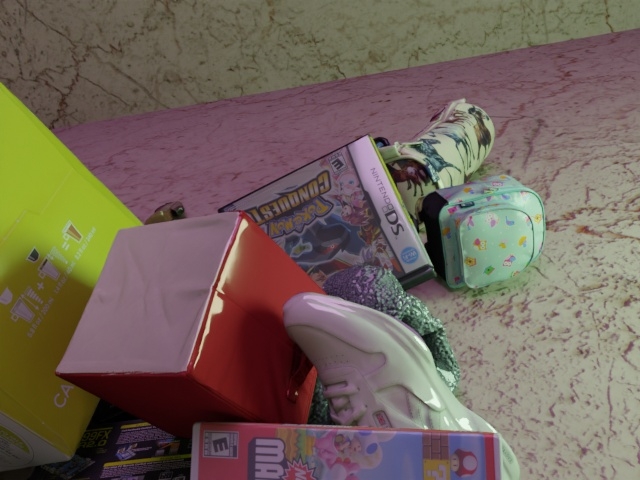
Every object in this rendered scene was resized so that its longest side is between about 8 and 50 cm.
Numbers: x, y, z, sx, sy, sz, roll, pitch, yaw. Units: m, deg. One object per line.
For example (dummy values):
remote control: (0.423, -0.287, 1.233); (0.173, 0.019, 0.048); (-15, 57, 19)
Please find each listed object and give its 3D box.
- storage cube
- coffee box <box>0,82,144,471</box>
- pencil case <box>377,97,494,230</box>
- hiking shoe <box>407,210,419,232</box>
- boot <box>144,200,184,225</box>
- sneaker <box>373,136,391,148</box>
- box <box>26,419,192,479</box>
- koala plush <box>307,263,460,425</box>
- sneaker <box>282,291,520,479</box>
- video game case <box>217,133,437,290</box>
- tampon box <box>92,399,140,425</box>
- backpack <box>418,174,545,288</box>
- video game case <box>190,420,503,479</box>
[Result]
storage cube: (-0.124, 0.101, 0.696); (0.215, 0.193, 0.183); (-7, 53, 32)
coffee box: (-0.463, 0.065, 0.803); (0.334, 0.338, 0.337); (-18, 38, 28)
pencil case: (0.253, -0.181, 1.394); (0.160, 0.183, 0.410); (4, 28, 30)
hiking shoe: (0.040, 0.031, 1.024); (0.113, 0.132, 0.304); (1, 47, 44)
boot: (-0.392, -0.064, 1.576); (0.118, 0.042, 0.087); (-24, 22, -29)
sneaker: (0.083, -0.140, 1.414); (0.130, 0.147, 0.330); (1, 28, 23)
box: (-0.208, 0.295, 0.723); (0.270, 0.060, 0.216); (-8, 25, 5)
koala plush: (0.032, 0.163, 0.779); (0.196, 0.203, 0.221); (13, 47, 38)
sneaker: (0.065, 0.179, 0.618); (0.152, 0.305, 0.114); (-47, 5, -31)
video game case: (0.000, 0.000, 0.965); (0.275, 0.035, 0.248); (-26, 66, 9)
tampon box: (-0.295, 0.185, 0.934); (0.120, 0.101, 0.161); (-22, 27, -22)
backpack: (0.279, -0.017, 1.053); (0.188, 0.165, 0.144); (-19, 24, -14)
video game case: (0.015, 0.268, 0.557); (0.285, 0.204, 0.025); (-3, -12, 16)
